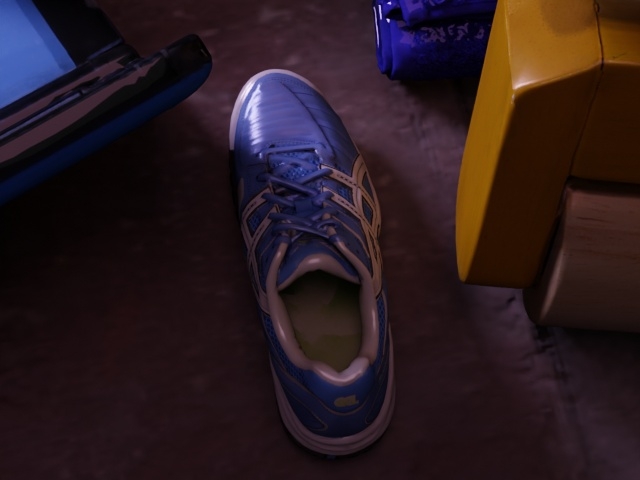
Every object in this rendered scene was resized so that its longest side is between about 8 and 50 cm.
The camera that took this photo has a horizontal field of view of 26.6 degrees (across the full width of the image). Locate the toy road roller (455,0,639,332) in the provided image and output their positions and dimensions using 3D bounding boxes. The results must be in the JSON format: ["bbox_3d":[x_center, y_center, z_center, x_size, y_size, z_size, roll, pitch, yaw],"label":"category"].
[{"bbox_3d":[0.185,-0.129,0.651,0.203,0.329,0.240,5,45,-2],"label":"toy road roller"}]

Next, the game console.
[{"bbox_3d":[-0.235,-0.074,0.661,0.293,0.250,0.173,-32,100,-15],"label":"game console"}]

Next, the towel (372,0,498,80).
[{"bbox_3d":[0.177,-0.205,0.784,0.308,0.076,0.227,-2,69,-4],"label":"towel"}]

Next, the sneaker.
[{"bbox_3d":[0.000,0.000,0.687,0.080,0.081,0.211,-12,68,-6],"label":"sneaker"}]
